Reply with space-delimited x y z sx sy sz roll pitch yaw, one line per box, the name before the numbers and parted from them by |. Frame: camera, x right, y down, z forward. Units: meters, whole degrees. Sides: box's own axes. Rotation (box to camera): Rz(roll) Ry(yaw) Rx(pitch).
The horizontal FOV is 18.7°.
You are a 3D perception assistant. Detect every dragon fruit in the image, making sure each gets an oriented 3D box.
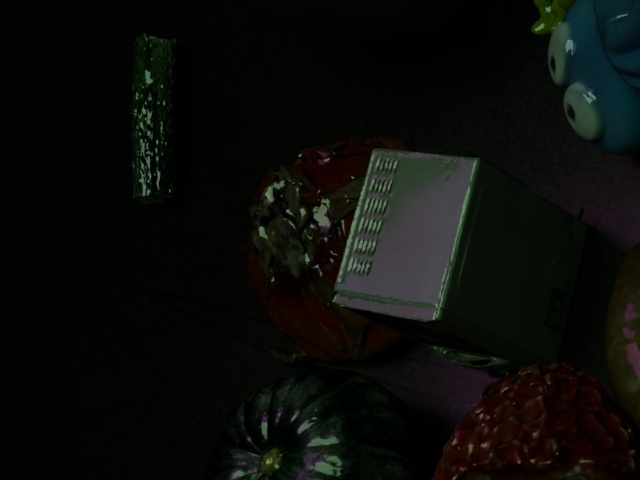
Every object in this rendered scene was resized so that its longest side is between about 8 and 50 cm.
dragon fruit | 0.002 -0.004 1.813 0.223 0.148 0.218 -18 65 30

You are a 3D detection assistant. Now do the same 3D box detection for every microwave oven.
microwave oven | 0.119 0.019 1.685 0.129 0.205 0.163 7 77 36

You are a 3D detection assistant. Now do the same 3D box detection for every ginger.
ginger | 0.316 0.136 1.560 0.309 0.107 0.133 52 151 41

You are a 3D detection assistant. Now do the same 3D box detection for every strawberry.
strawberry | 0.197 0.189 1.603 0.234 0.234 0.178 -18 42 30

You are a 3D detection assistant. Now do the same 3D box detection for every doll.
doll | 0.257 -0.154 1.608 0.098 0.341 0.346 -21 71 -9

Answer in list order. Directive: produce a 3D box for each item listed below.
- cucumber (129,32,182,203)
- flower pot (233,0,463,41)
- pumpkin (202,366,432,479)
cucumber | -0.175 -0.128 2.042 0.058 0.058 0.187 -14 67 32
flower pot | 0.026 -0.305 1.842 0.265 0.243 0.265 -14 64 31
pumpkin | -0.005 0.221 1.734 0.220 0.162 0.220 -19 53 27
